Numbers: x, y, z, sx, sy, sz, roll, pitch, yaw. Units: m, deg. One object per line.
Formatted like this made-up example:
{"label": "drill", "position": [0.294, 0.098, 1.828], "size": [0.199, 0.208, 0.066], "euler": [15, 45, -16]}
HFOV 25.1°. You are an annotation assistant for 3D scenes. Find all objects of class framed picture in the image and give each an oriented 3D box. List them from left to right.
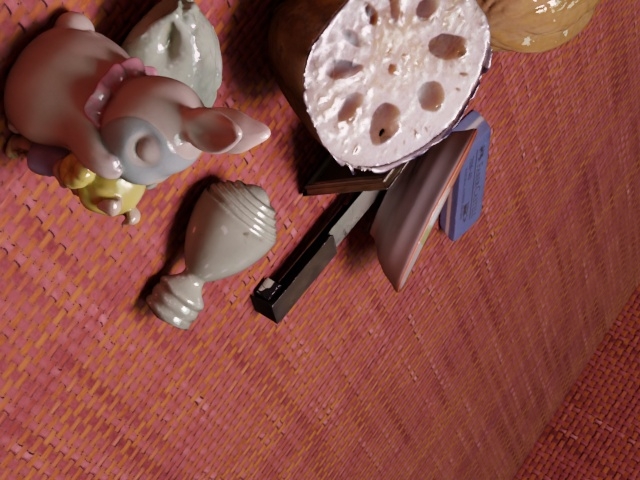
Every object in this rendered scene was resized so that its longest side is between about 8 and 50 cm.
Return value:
{"label": "framed picture", "position": [0.079, -0.137, 1.801], "size": [0.197, 0.014, 0.252], "euler": [-54, -161, -15]}

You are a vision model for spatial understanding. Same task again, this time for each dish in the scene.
{"label": "dish", "position": [0.132, -0.058, 2.059], "size": [0.260, 0.085, 0.260], "euler": [-63, 175, -11]}

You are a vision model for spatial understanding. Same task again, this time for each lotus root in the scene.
{"label": "lotus root", "position": [0.046, -0.230, 1.634], "size": [0.272, 0.192, 0.272], "euler": [-22, 131, -28]}

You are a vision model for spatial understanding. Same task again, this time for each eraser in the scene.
{"label": "eraser", "position": [0.229, -0.101, 2.290], "size": [0.082, 0.036, 0.225], "euler": [-41, 149, -32]}

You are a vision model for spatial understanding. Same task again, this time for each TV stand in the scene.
{"label": "TV stand", "position": [0.000, 0.000, 1.958], "size": [0.256, 0.040, 0.049], "euler": [-50, 152, -21]}

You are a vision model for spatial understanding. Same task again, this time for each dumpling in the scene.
{"label": "dumpling", "position": [-0.144, -0.158, 1.438], "size": [0.149, 0.105, 0.217], "euler": [-26, 138, -51]}

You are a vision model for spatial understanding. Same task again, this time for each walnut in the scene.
{"label": "walnut", "position": [0.270, -0.358, 1.894], "size": [0.261, 0.225, 0.225], "euler": [-47, 152, -29]}

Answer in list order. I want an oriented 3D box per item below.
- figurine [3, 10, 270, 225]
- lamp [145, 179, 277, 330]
{"label": "figurine", "position": [-0.172, -0.094, 1.298], "size": [0.155, 0.235, 0.127], "euler": [-62, 155, 2]}
{"label": "lamp", "position": [-0.127, 0.015, 1.674], "size": [0.193, 0.106, 0.106], "euler": [-52, 156, 4]}
